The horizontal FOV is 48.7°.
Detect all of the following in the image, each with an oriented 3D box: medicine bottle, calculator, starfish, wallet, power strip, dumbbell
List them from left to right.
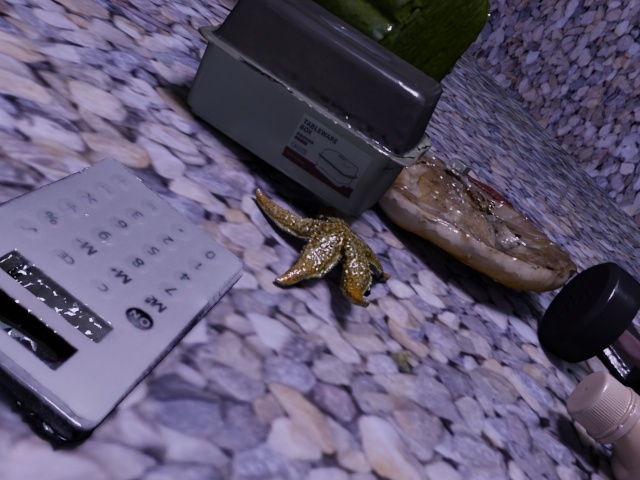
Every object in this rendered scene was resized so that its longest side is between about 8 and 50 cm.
[{"bbox_3d":[-0.160,0.022,0.501,0.161,0.021,0.262,40,24,-2],"label":"calculator"},{"bbox_3d":[0.000,0.000,0.752,0.175,0.053,0.208,31,18,3],"label":"starfish"},{"bbox_3d":[0.229,-0.122,1.157,0.027,0.017,0.083,40,16,13],"label":"power strip"},{"bbox_3d":[0.509,0.189,1.166,0.168,0.052,0.245,2,47,-50],"label":"wallet"},{"bbox_3d":[0.439,0.151,0.995,0.218,0.152,0.152,40,24,-2],"label":"dumbbell"},{"bbox_3d":[0.398,0.253,0.809,0.252,0.114,0.114,39,24,0],"label":"medicine bottle"}]

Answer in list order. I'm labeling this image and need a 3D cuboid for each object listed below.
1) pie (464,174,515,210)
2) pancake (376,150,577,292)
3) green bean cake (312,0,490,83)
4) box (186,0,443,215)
[{"bbox_3d":[0.305,-0.071,1.314,0.153,0.038,0.154,30,26,-17],"label":"pie"},{"bbox_3d":[0.212,-0.048,1.084,0.386,0.082,0.387,30,20,-12],"label":"pancake"},{"bbox_3d":[0.090,-0.352,1.152,0.218,0.319,0.335,47,21,20],"label":"green bean cake"},{"bbox_3d":[0.000,-0.175,0.858,0.290,0.166,0.220,34,22,6],"label":"box"}]
